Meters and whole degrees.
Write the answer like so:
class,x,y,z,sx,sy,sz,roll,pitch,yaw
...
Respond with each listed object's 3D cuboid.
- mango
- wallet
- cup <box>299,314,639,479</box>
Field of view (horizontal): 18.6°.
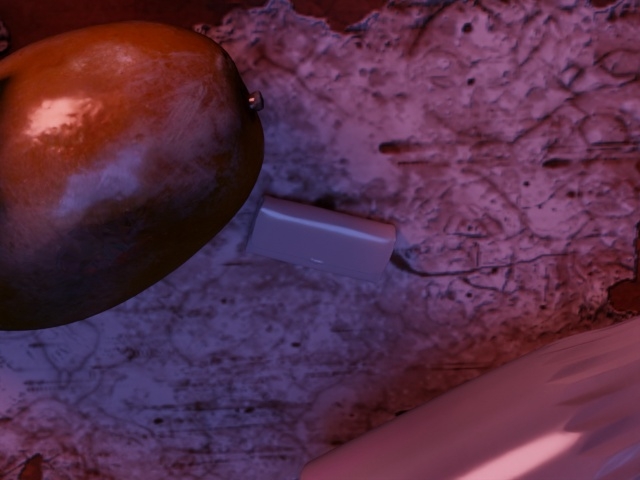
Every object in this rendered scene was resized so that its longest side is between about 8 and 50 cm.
class,x,y,z,sx,sy,sz,roll,pitch,yaw
mango,-0.218,-0.042,1.547,0.384,0.199,0.221,-19,138,20
wallet,0.000,0.000,1.676,0.122,0.025,0.061,13,126,-10
cup,0.183,0.234,1.692,0.372,0.253,0.253,-29,118,13
